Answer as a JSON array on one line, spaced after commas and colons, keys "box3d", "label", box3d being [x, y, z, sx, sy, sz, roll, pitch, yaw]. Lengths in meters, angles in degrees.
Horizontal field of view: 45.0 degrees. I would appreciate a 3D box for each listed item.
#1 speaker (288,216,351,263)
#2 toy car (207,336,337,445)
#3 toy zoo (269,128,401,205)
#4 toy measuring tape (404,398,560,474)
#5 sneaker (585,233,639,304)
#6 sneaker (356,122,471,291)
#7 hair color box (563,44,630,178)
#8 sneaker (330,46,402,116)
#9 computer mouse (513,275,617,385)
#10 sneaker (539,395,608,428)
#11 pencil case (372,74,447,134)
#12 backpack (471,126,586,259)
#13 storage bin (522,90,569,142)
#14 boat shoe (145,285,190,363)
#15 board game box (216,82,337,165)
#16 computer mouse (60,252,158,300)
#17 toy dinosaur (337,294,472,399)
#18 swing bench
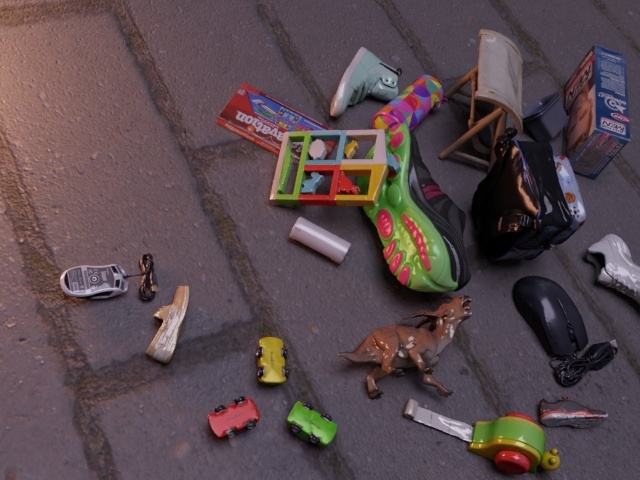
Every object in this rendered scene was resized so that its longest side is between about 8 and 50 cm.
[{"box3d": [0.000, 0.000, 1.742, 0.136, 0.055, 0.055, 28, 53, 1], "label": "speaker"}, {"box3d": [-0.075, 0.330, 1.498, 0.224, 0.053, 0.239, 31, 54, 4], "label": "toy car"}, {"box3d": [0.040, -0.168, 1.780, 0.293, 0.030, 0.193, 2, 63, 19], "label": "toy zoo"}, {"box3d": [0.337, 0.383, 1.557, 0.330, 0.121, 0.121, 23, 53, -1], "label": "toy measuring tape"}, {"box3d": [0.740, 0.096, 1.906, 0.115, 0.090, 0.232, -21, 57, -21], "label": "sneaker"}, {"box3d": [0.222, -0.070, 1.818, 0.202, 0.185, 0.483, 22, 44, -39], "label": "sneaker"}, {"box3d": [0.766, -0.362, 2.157, 0.105, 0.174, 0.347, 17, 53, -5], "label": "hair color box"}, {"box3d": [0.126, -0.395, 2.025, 0.151, 0.094, 0.256, 29, 55, -1], "label": "sneaker"}, {"box3d": [0.559, 0.183, 1.787, 0.188, 0.072, 0.272, -21, 66, -27], "label": "computer mouse"}, {"box3d": [0.547, 0.365, 1.671, 0.157, 0.061, 0.065, 7, 49, -14], "label": "sneaker"}, {"box3d": [0.235, -0.346, 2.026, 0.104, 0.104, 0.236, 40, 56, 11], "label": "pencil case"}, {"box3d": [0.477, -0.081, 1.823, 0.213, 0.263, 0.277, 8, 59, -19], "label": "backpack"}, {"box3d": [0.626, -0.337, 2.155, 0.135, 0.098, 0.091, -41, 104, -35], "label": "storage bin"}, {"box3d": [-0.303, 0.159, 1.534, 0.059, 0.063, 0.170, 19, 54, -12], "label": "boat shoe"}, {"box3d": [-0.100, -0.278, 1.915, 0.281, 0.027, 0.145, 27, 55, 1], "label": "board game box"}, {"box3d": [-0.428, 0.081, 1.562, 0.192, 0.042, 0.106, -4, 63, -26], "label": "computer mouse"}, {"box3d": [0.175, 0.215, 1.620, 0.295, 0.127, 0.200, -3, 50, -5], "label": "toy dinosaur"}, {"box3d": [0.433, -0.356, 1.996, 0.165, 0.255, 0.253, 17, 54, -6], "label": "swing bench"}]
